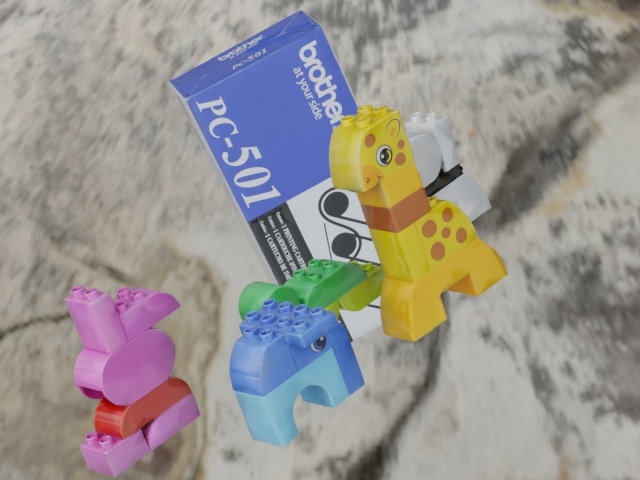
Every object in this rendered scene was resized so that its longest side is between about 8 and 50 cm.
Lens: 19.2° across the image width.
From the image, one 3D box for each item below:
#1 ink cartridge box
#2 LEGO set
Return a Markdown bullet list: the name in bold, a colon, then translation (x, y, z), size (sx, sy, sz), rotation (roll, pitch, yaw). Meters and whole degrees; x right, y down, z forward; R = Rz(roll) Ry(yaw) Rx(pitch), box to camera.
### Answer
- **ink cartridge box**: translation (-0.007, -0.032, 1.209), size (0.097, 0.046, 0.207), rotation (-29, 117, -7)
- **LEGO set**: translation (0.000, 0.000, 0.765), size (0.227, 0.087, 0.093), rotation (-34, 116, -34)
